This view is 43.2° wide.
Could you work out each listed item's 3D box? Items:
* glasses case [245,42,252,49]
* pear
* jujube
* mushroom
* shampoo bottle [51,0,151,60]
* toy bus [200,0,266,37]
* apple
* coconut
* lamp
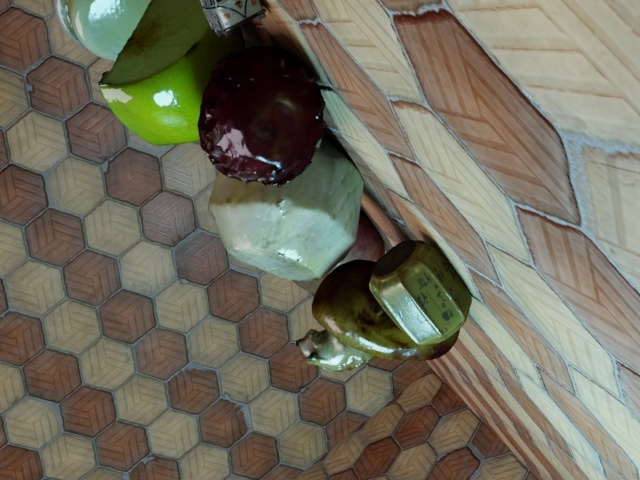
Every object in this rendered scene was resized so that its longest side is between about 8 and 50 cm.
[{"bbox_3d":[-0.157,-0.402,1.832,0.193,0.049,0.074,49,174,47],"label":"glasses case"},{"bbox_3d":[-0.268,-0.336,1.723,0.238,0.342,0.318,4,145,21],"label":"pear"},{"bbox_3d":[-0.109,-0.227,1.483,0.258,0.258,0.377,53,170,-20],"label":"jujube"},{"bbox_3d":[0.127,0.180,1.802,0.345,0.259,0.345,17,-167,-4],"label":"mushroom"},{"bbox_3d":[-0.543,-0.653,2.127,0.322,0.322,0.317,55,-174,-51],"label":"shampoo bottle"},{"bbox_3d":[-0.157,-0.409,1.400,0.089,0.087,0.194,63,175,-21],"label":"toy bus"},{"bbox_3d":[0.000,0.000,2.225,0.345,0.269,0.345,52,176,5],"label":"apple"},{"bbox_3d":[-0.071,-0.093,1.776,0.352,0.352,0.352,51,177,3],"label":"coconut"},{"bbox_3d":[0.194,0.100,1.561,0.185,0.161,0.161,49,178,-18],"label":"lamp"}]
